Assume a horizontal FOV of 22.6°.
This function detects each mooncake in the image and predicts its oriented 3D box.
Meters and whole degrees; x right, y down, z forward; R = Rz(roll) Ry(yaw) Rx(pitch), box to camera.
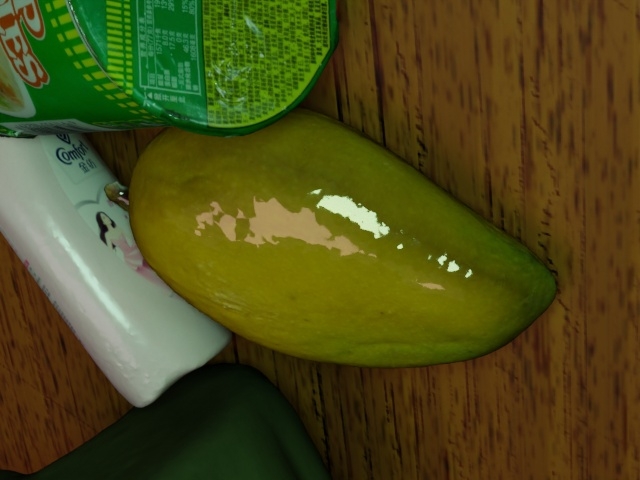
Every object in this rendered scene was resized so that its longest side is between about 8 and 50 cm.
[{"bbox_3d":[-0.145,0.244,1.154,0.351,0.351,0.187,-16,105,43],"label":"mooncake"}]

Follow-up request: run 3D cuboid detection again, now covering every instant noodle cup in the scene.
[{"bbox_3d":[-0.135,-0.147,1.000,0.232,0.207,0.207,-10,114,49],"label":"instant noodle cup"}]

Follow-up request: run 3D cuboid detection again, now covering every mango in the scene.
[{"bbox_3d":[0.000,0.000,1.051,0.317,0.119,0.176,18,128,15],"label":"mango"}]

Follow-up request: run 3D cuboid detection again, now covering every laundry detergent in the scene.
[{"bbox_3d":[-0.193,-0.038,1.152,0.088,0.159,0.335,-36,89,7],"label":"laundry detergent"}]
